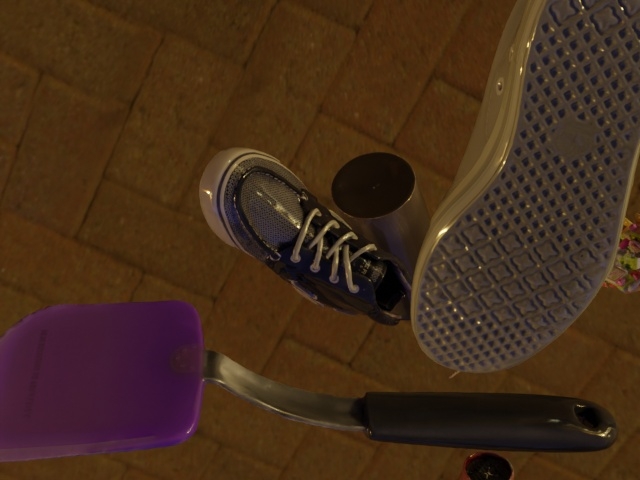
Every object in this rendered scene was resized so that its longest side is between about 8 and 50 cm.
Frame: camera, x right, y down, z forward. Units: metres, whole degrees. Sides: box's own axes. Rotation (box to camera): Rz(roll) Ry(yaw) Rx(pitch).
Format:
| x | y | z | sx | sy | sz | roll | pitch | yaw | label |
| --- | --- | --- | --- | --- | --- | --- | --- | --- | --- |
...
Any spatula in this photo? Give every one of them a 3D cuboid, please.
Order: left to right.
| x | y | z | sx | sy | sz | roll | pitch | yaw | label |
| --- | --- | --- | --- | --- | --- | --- | --- | --- | --- |
| 0.000 | 0.072 | 0.437 | 0.296 | 0.084 | 0.030 | 9 | 132 | -14 | spatula |

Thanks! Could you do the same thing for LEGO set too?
| x | y | z | sx | sy | sz | roll | pitch | yaw | label |
| --- | --- | --- | --- | --- | --- | --- | --- | --- | --- |
| 0.439 | 0.047 | 1.358 | 0.107 | 0.287 | 0.132 | -40 | 93 | -6 | LEGO set |

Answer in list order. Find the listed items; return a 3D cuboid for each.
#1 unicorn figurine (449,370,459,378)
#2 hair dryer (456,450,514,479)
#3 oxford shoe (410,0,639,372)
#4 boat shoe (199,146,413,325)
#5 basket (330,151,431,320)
| x | y | z | sx | sy | sz | roll | pitch | yaw | label |
| --- | --- | --- | --- | --- | --- | --- | --- | --- | --- |
| 0.195 | 0.096 | 1.166 | 0.060 | 0.162 | 0.111 | -19 | 82 | 26 | unicorn figurine |
| 0.067 | 0.286 | 0.716 | 0.223 | 0.080 | 0.293 | 24 | 100 | -48 | hair dryer |
| 0.197 | -0.065 | 0.867 | 0.169 | 0.130 | 0.449 | 13 | 122 | -2 | oxford shoe |
| 0.000 | 0.000 | 1.193 | 0.340 | 0.158 | 0.127 | 40 | 72 | -52 | boat shoe |
| 0.102 | -0.015 | 1.476 | 0.154 | 0.204 | 0.227 | -30 | 143 | -7 | basket |
